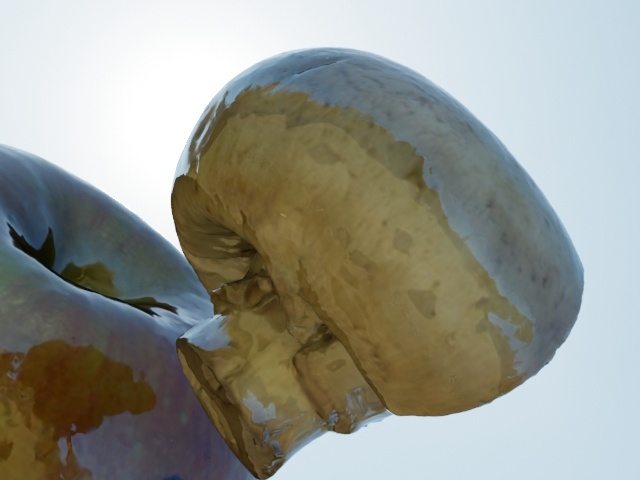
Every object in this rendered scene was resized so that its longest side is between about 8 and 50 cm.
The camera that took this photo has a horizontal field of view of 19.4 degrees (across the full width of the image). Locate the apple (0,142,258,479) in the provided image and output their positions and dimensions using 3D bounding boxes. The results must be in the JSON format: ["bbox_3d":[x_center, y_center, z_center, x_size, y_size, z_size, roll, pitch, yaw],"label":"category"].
[{"bbox_3d":[-0.237,0.129,1.213,0.400,0.400,0.333,43,-76,22],"label":"apple"}]

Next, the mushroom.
[{"bbox_3d":[0.000,0.000,0.963,0.189,0.195,0.254,58,-16,-8],"label":"mushroom"}]
